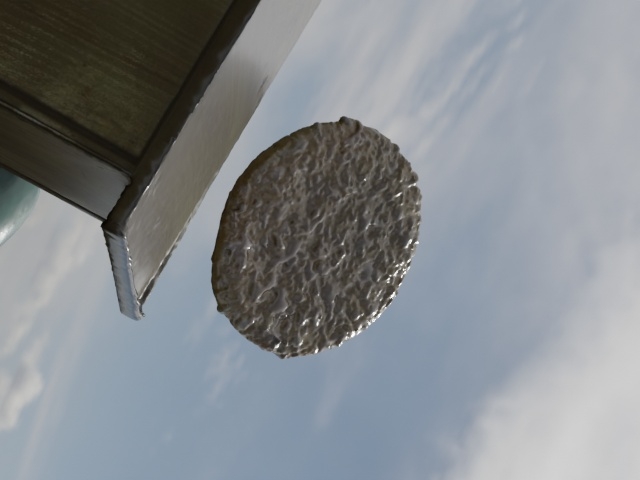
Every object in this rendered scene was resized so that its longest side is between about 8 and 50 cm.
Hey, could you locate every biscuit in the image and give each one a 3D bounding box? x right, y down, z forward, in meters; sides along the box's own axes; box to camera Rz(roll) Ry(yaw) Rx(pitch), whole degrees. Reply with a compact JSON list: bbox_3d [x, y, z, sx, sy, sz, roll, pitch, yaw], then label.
[{"bbox_3d":[0.000,0.000,0.744,0.015,0.120,0.120,29,-85,49],"label":"biscuit"}]

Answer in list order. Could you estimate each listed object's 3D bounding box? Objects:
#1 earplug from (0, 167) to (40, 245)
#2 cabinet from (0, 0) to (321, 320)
[{"bbox_3d":[-0.329,-0.078,0.908,0.257,0.280,0.164,-22,176,21],"label":"earplug"},{"bbox_3d":[-0.088,-0.114,0.557,0.215,0.174,0.148,-60,178,-13],"label":"cabinet"}]
